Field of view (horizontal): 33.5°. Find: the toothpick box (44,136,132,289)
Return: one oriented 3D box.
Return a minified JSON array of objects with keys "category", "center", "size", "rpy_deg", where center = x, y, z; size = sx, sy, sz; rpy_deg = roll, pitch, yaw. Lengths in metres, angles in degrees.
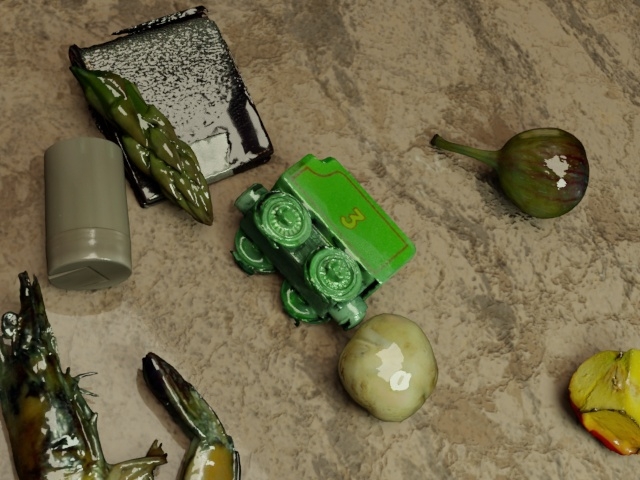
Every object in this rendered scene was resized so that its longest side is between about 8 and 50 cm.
[{"category":"toothpick box","center":[-0.310,-0.034,1.411],"size":[0.111,0.111,0.180],"rpy_deg":[-1,67,-18]}]

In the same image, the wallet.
[{"category":"wallet","center":[-0.214,-0.200,1.543],"size":[0.221,0.071,0.262],"rpy_deg":[-22,82,-25]}]

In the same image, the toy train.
[{"category":"toy train","center":[0.000,0.000,1.487],"size":[0.243,0.132,0.188],"rpy_deg":[47,58,4]}]

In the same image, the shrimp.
[{"category":"shrimp","center":[-0.261,0.227,1.330],"size":[0.272,0.085,0.445],"rpy_deg":[-22,78,-27]}]

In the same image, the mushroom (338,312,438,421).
[{"category":"mushroom","center":[0.094,0.173,1.447],"size":[0.148,0.112,0.148],"rpy_deg":[6,68,-15]}]

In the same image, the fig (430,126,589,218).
[{"category":"fig","center":[0.290,-0.123,1.637],"size":[0.245,0.149,0.149],"rpy_deg":[15,63,3]}]

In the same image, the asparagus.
[{"category":"asparagus","center":[-0.231,-0.138,1.455],"size":[0.080,0.080,0.287],"rpy_deg":[-36,93,-27]}]

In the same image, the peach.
[{"category":"peach","center":[0.438,0.230,1.528],"size":[0.151,0.118,0.151],"rpy_deg":[-13,50,16]}]
